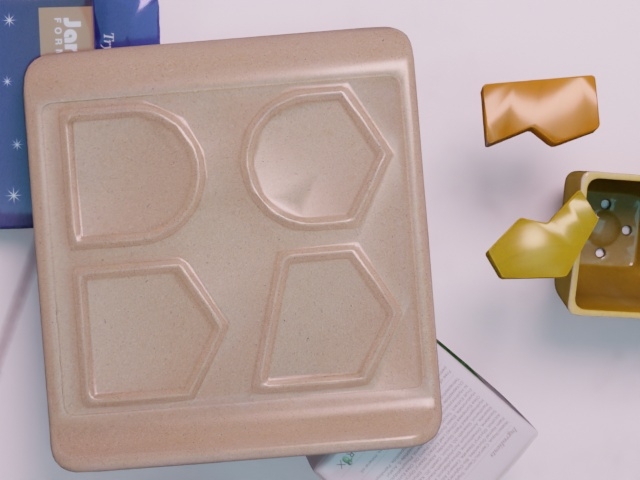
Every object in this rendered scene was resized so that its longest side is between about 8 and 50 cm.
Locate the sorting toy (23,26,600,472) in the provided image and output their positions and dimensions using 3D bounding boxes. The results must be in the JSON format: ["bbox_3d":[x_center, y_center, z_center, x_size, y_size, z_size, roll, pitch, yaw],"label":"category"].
[{"bbox_3d":[0.000,0.000,0.926,0.307,0.041,0.229,-4,85,0],"label":"sorting toy"}]

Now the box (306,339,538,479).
[{"bbox_3d":[0.052,0.110,0.983,0.087,0.101,0.102,42,90,-11],"label":"box"}]

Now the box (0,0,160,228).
[{"bbox_3d":[-0.200,-0.074,0.956,0.225,0.036,0.136,-3,99,-9],"label":"box"}]

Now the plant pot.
[{"bbox_3d":[0.175,-0.002,0.993,0.081,0.083,0.082,4,99,-9],"label":"plant pot"}]
